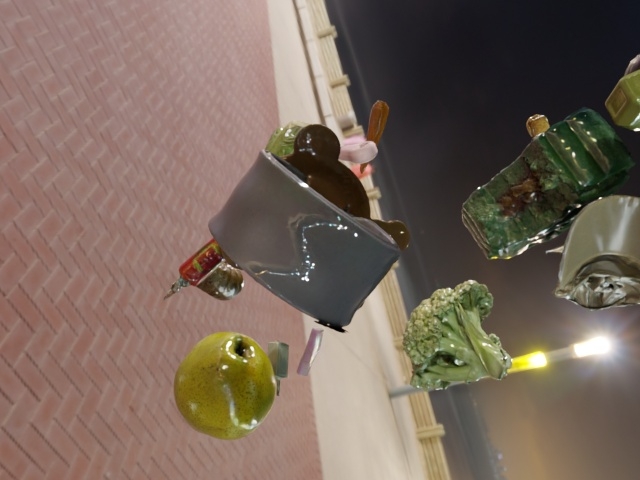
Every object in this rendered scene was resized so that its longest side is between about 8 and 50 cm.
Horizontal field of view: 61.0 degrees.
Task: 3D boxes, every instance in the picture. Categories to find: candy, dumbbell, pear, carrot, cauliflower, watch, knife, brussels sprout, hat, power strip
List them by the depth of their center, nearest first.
[{"bbox_3d":[0.569,-0.140,0.860,0.121,0.108,0.302,89,-11,-64],"label":"dumbbell"},{"bbox_3d":[0.000,0.000,0.909,0.335,0.314,0.327,36,9,-11],"label":"watch"},{"bbox_3d":[0.573,0.033,1.073,0.149,0.214,0.244,-27,124,-79],"label":"hat"},{"bbox_3d":[-0.228,0.029,1.165,0.059,0.292,0.086,48,-2,-5],"label":"candy"},{"bbox_3d":[0.362,0.271,1.423,0.281,0.327,0.260,37,10,24],"label":"cauliflower"},{"bbox_3d":[-0.254,0.386,1.469,0.294,0.294,0.294,-17,90,-80],"label":"pear"},{"bbox_3d":[0.141,-0.276,1.478,0.048,0.048,0.216,-90,-167,-59],"label":"carrot"},{"bbox_3d":[0.028,-0.229,1.495,0.336,0.081,0.043,5,-51,54],"label":"knife"},{"bbox_3d":[-0.135,0.401,1.718,0.075,0.042,0.175,32,55,-60],"label":"power strip"},{"bbox_3d":[-0.079,-0.264,1.779,0.244,0.244,0.244,-17,90,-80],"label":"brussels sprout"}]

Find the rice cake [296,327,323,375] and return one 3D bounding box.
[{"bbox_3d":[-0.035,0.372,1.828,0.036,0.047,0.206,-108,-146,-57],"label":"rice cake"}]

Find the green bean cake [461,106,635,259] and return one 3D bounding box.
[{"bbox_3d":[0.475,-0.098,1.174,0.169,0.308,0.300,63,4,20],"label":"green bean cake"}]

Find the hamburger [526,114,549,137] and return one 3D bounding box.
[{"bbox_3d":[0.782,-0.410,1.957,0.083,0.076,0.044,69,-10,-18],"label":"hamburger"}]

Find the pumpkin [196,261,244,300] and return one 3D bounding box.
[{"bbox_3d":[-0.380,0.123,2.021,0.162,0.219,0.219,-61,164,-2],"label":"pumpkin"}]

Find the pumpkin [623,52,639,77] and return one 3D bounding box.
[{"bbox_3d":[0.698,-0.312,1.054,0.202,0.202,0.140,20,63,-78],"label":"pumpkin"}]

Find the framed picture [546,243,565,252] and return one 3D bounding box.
[{"bbox_3d":[0.873,0.004,1.826,0.010,0.199,0.195,67,11,4],"label":"framed picture"}]
